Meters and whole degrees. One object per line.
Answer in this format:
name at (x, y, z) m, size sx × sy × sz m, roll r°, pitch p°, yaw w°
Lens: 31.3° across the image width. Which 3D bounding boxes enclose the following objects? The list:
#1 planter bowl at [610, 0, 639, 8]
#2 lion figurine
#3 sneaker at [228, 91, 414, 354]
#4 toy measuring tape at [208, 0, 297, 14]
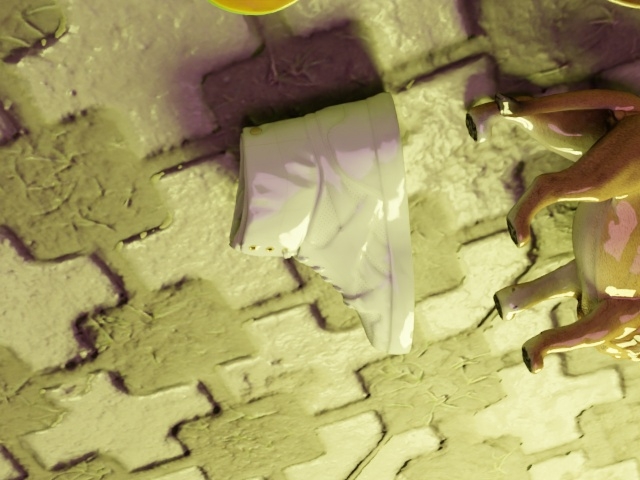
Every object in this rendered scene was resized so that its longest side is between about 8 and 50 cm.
planter bowl at (0.266, -0.286, 0.846) m, size 0.217 × 0.090 × 0.217 m, roll -7°, pitch 136°, yaw -7°
lion figurine at (0.286, -0.015, 1.106) m, size 0.240 × 0.142 × 0.392 m, roll -19°, pitch 133°, yaw -5°
sneaker at (0.000, 0.000, 1.082) m, size 0.169 × 0.108 × 0.293 m, roll -10°, pitch 127°, yaw -1°
toy measuring tape at (-0.110, -0.228, 0.807) m, size 0.330 × 0.121 × 0.121 m, roll 6°, pitch 134°, yaw -9°
